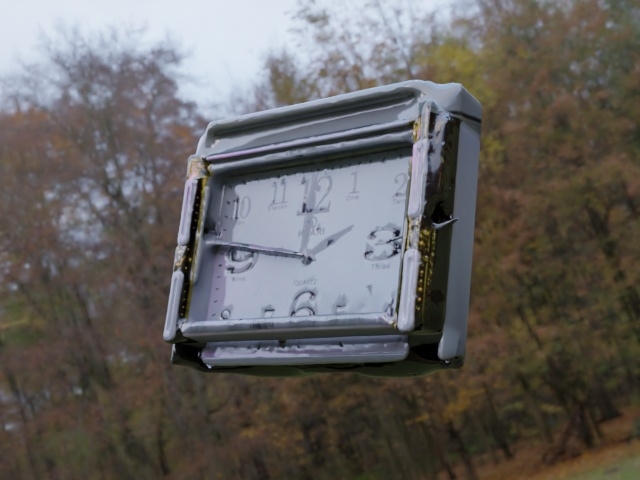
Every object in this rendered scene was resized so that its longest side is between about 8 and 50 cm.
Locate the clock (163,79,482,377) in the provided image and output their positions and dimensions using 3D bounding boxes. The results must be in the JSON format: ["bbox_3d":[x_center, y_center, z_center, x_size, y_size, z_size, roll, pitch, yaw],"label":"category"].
[{"bbox_3d":[0.000,0.000,0.772,0.253,0.187,0.083,-5,-19,38],"label":"clock"}]
